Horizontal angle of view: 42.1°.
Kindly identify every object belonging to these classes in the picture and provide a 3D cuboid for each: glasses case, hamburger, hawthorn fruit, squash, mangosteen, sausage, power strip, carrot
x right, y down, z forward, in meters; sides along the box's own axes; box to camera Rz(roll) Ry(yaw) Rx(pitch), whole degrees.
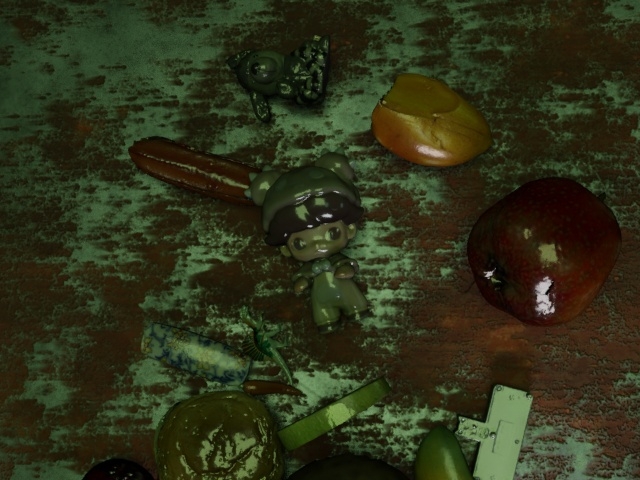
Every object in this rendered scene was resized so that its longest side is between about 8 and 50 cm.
[{"bbox_3d":[-0.273,0.250,1.834,0.247,0.065,0.087,20,90,4],"label":"glasses case"},{"bbox_3d":[-0.220,0.457,1.770,0.284,0.134,0.266,-12,84,1],"label":"hamburger"},{"bbox_3d":[0.481,0.000,1.721,0.285,0.285,0.369,45,66,9],"label":"hawthorn fruit"},{"bbox_3d":[0.033,0.348,1.703,0.252,0.252,0.049,-30,81,0],"label":"squash"},{"bbox_3d":[-0.429,0.566,1.764,0.199,0.200,0.200,-1,82,5],"label":"mangosteen"},{"bbox_3d":[-0.274,-0.154,1.873,0.330,0.102,0.102,18,84,6],"label":"sausage"},{"bbox_3d":[0.357,0.410,1.764,0.145,0.061,0.216,14,83,5],"label":"power strip"},{"bbox_3d":[-0.110,0.323,1.818,0.142,0.035,0.035,7,83,-15],"label":"carrot"}]

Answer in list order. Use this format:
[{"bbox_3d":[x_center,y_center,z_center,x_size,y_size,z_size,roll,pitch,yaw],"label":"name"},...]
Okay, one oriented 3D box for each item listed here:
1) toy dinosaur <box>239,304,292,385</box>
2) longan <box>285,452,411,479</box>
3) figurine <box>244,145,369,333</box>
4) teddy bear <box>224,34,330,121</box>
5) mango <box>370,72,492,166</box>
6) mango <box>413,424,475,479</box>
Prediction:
[{"bbox_3d":[-0.126,0.233,1.842,0.106,0.044,0.188,-10,94,17],"label":"toy dinosaur"},{"bbox_3d":[0.050,0.621,1.622,0.390,0.391,0.392,-1,82,5],"label":"longan"},{"bbox_3d":[0.000,0.001,1.792,0.248,0.203,0.381,-16,93,9],"label":"figurine"},{"bbox_3d":[-0.091,-0.358,1.865,0.250,0.144,0.171,-7,96,7],"label":"teddy bear"},{"bbox_3d":[0.248,-0.248,1.826,0.257,0.138,0.187,30,68,4],"label":"mango"},{"bbox_3d":[0.260,0.514,1.737,0.137,0.091,0.238,-30,70,26],"label":"mango"}]
